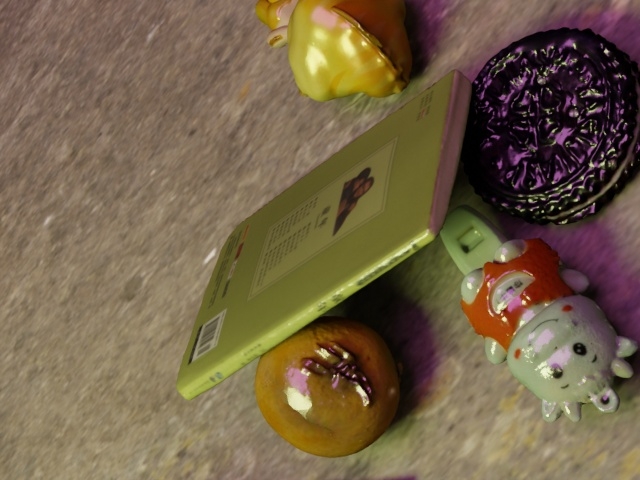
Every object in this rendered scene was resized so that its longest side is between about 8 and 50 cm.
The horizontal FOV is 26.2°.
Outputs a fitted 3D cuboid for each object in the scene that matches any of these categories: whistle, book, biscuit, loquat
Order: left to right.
[{"bbox_3d":[0.000,0.000,1.330,0.352,0.035,0.239,-34,26,36],"label":"book"},{"bbox_3d":[0.009,0.140,1.314,0.141,0.141,0.141,-13,68,35],"label":"loquat"},{"bbox_3d":[0.186,0.058,1.225,0.101,0.106,0.253,-23,52,-16],"label":"whistle"},{"bbox_3d":[0.216,-0.107,1.282,0.194,0.053,0.195,-13,68,36],"label":"biscuit"}]

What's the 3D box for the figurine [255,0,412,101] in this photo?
[{"bbox_3d":[0.008,-0.226,1.448,0.156,0.131,0.246,-50,39,-5],"label":"figurine"}]
